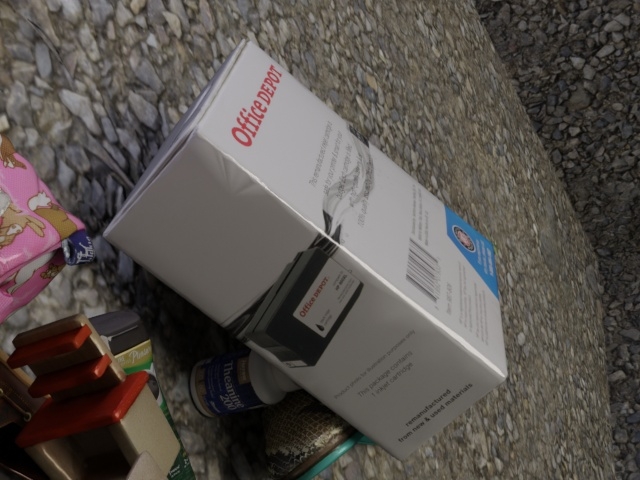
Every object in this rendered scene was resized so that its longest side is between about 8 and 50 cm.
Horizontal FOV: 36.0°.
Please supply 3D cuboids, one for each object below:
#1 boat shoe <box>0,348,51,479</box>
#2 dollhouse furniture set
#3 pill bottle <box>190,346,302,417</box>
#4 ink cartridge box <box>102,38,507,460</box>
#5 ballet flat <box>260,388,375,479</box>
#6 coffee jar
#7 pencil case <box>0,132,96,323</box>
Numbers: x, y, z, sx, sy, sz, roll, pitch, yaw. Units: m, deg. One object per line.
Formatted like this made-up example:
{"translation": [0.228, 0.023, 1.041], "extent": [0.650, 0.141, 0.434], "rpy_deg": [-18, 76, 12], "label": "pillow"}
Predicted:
{"translation": [-0.262, 0.130, 0.766], "extent": [0.207, 0.073, 0.073], "rpy_deg": [45, 35, -45], "label": "boat shoe"}
{"translation": [-0.202, 0.182, 0.643], "extent": [0.135, 0.262, 0.259], "rpy_deg": [60, 28, -22], "label": "dollhouse furniture set"}
{"translation": [-0.077, 0.150, 1.074], "extent": [0.067, 0.120, 0.067], "rpy_deg": [42, 39, -47], "label": "pill bottle"}
{"translation": [0.000, 0.000, 1.068], "extent": [0.395, 0.166, 0.285], "rpy_deg": [39, 25, -13], "label": "ink cartridge box"}
{"translation": [0.022, 0.189, 1.252], "extent": [0.182, 0.164, 0.483], "rpy_deg": [56, 16, 15], "label": "ballet flat"}
{"translation": [-0.184, 0.159, 0.900], "extent": [0.096, 0.079, 0.184], "rpy_deg": [-23, 97, -62], "label": "coffee jar"}
{"translation": [-0.316, -0.105, 0.634], "extent": [0.386, 0.167, 0.160], "rpy_deg": [56, 33, -8], "label": "pencil case"}
